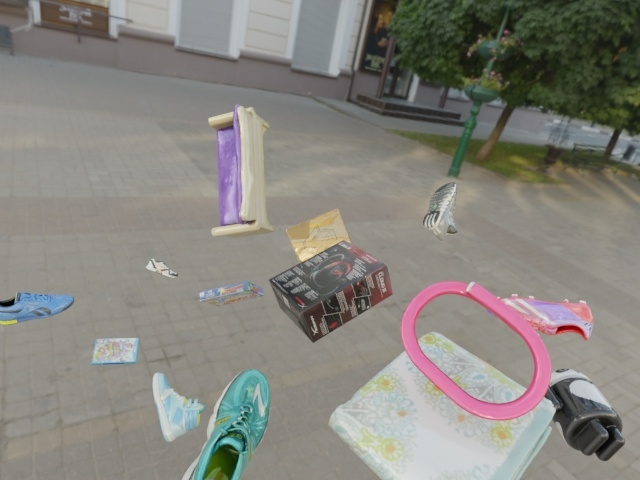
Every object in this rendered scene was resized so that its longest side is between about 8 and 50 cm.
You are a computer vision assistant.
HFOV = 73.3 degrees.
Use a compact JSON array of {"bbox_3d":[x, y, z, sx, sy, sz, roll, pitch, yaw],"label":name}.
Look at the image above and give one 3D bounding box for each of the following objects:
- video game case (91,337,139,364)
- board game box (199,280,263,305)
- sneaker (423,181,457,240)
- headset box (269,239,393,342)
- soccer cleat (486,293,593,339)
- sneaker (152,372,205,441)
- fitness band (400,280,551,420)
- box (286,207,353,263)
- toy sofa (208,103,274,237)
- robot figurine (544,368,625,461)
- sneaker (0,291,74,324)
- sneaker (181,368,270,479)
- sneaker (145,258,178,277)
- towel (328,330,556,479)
[{"bbox_3d":[-0.848,0.458,1.783,0.166,0.015,0.119,3,41,-18],"label":"video game case"},{"bbox_3d":[-0.339,0.205,1.642,0.201,0.035,0.136,-14,-21,14],"label":"board game box"},{"bbox_3d":[0.444,-0.091,1.516,0.086,0.132,0.228,-10,39,52],"label":"sneaker"},{"bbox_3d":[0.039,0.121,1.193,0.293,0.110,0.218,-28,29,-20],"label":"headset box"},{"bbox_3d":[0.555,0.198,1.105,0.248,0.083,0.095,-1,58,30],"label":"soccer cleat"},{"bbox_3d":[-0.665,0.759,2.043,0.208,0.127,0.318,-17,74,-14],"label":"sneaker"},{"bbox_3d":[0.295,0.207,0.838,0.291,0.209,0.054,41,-1,25],"label":"fitness band"},{"bbox_3d":[0.000,0.000,1.508,0.201,0.164,0.021,-22,-5,9],"label":"box"},{"bbox_3d":[-0.244,-0.194,1.246,0.150,0.362,0.177,-7,-10,21],"label":"toy sofa"},{"bbox_3d":[0.802,0.525,1.329,0.174,0.209,0.278,-26,22,12],"label":"robot figurine"},{"bbox_3d":[-0.880,0.193,1.323,0.209,0.082,0.069,-11,31,-25],"label":"sneaker"},{"bbox_3d":[-0.145,0.340,0.736,0.107,0.110,0.275,27,41,-7],"label":"sneaker"},{"bbox_3d":[-0.536,0.096,1.469,0.109,0.043,0.040,27,-11,-29],"label":"sneaker"},{"bbox_3d":[0.256,0.370,0.884,0.375,0.090,0.321,-27,41,-36],"label":"towel"}]
